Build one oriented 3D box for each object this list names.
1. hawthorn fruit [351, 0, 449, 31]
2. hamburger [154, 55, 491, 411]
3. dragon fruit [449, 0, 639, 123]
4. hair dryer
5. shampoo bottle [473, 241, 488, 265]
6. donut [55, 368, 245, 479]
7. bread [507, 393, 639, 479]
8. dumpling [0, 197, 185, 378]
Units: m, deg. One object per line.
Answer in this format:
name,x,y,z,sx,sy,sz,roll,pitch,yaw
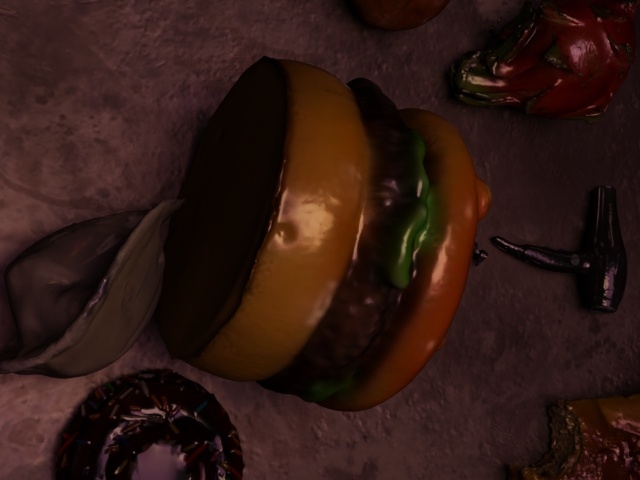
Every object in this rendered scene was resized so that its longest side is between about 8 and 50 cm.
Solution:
hawthorn fruit,0.126,-0.362,1.287,0.149,0.189,0.149,27,53,-42
hamburger,0.000,0.000,1.108,0.278,0.396,0.395,19,79,-22
dragon fruit,0.322,-0.275,1.372,0.269,0.198,0.200,7,95,-10
hair dryer,0.355,0.001,1.432,0.219,0.075,0.195,10,73,-16
shampoo bottle,0.187,-0.020,1.368,0.137,0.027,0.048,43,84,-16
donut,-0.197,0.272,1.143,0.235,0.089,0.235,1,88,-23
bread,0.447,0.312,1.422,0.381,0.109,0.185,-3,88,-23
dumpling,-0.253,0.040,1.060,0.175,0.227,0.243,15,71,-19
